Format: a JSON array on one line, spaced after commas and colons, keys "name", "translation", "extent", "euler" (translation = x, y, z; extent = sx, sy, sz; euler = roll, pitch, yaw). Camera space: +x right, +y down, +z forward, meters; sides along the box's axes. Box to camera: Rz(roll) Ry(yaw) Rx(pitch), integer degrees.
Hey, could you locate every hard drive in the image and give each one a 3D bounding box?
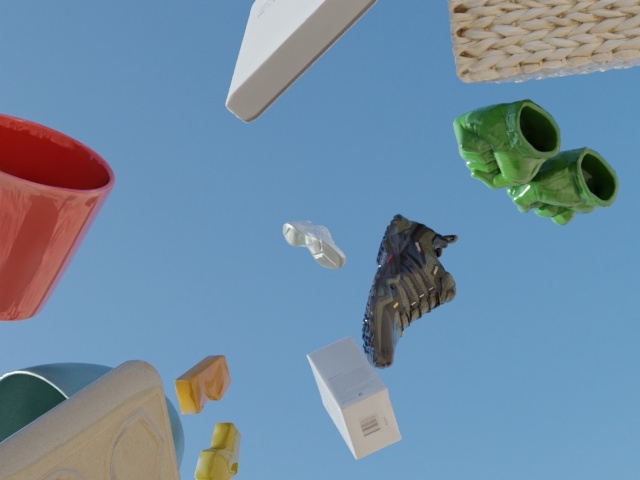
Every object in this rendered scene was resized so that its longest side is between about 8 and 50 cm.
[{"name": "hard drive", "translation": [-0.015, -0.306, 1.505], "extent": [0.047, 0.353, 0.233], "euler": [40, -67, -18]}]

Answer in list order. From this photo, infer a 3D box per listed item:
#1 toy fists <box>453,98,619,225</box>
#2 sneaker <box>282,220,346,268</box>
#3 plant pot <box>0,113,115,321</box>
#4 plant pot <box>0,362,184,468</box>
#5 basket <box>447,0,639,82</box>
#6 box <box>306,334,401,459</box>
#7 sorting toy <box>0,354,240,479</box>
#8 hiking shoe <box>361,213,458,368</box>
[{"name": "toy fists", "translation": [0.312, -0.110, 1.759], "extent": [0.279, 0.096, 0.142], "euler": [30, -23, -34]}, {"name": "sneaker", "translation": [0.000, 0.000, 2.148], "extent": [0.061, 0.152, 0.053], "euler": [-21, -49, -36]}, {"name": "plant pot", "translation": [-0.472, -0.030, 1.760], "extent": [0.275, 0.275, 0.243], "euler": [9, -68, -38]}, {"name": "plant pot", "translation": [-0.305, 0.292, 1.641], "extent": [0.195, 0.290, 0.290], "euler": [-18, -36, -47]}, {"name": "basket", "translation": [0.352, -0.362, 1.595], "extent": [0.328, 0.266, 0.331], "euler": [-5, 4, 22]}, {"name": "box", "translation": [0.059, 0.275, 2.082], "extent": [0.091, 0.170, 0.130], "euler": [-23, -54, -9]}, {"name": "sorting toy", "translation": [-0.154, 0.220, 0.964], "extent": [0.041, 0.229, 0.307], "euler": [-6, 14, 28]}, {"name": "hiking shoe", "translation": [0.123, 0.070, 1.564], "extent": [0.114, 0.227, 0.086], "euler": [13, -28, 2]}]
